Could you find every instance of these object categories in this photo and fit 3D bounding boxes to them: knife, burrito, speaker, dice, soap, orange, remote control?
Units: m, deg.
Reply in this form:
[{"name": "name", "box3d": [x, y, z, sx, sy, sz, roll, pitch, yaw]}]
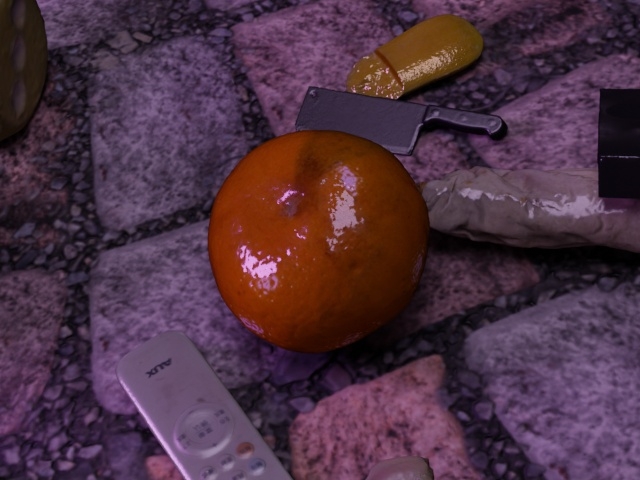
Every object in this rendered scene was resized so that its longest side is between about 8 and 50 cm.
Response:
[{"name": "knife", "box3d": [0.089, -0.129, 1.749, 0.245, 0.019, 0.072, 10, 67, 21]}, {"name": "burrito", "box3d": [0.286, -0.033, 1.590, 0.392, 0.076, 0.117, 4, 27, 15]}, {"name": "speaker", "box3d": [0.329, -0.104, 1.593, 0.082, 0.044, 0.218, 2, 24, 10]}, {"name": "dice", "box3d": [-0.435, -0.224, 1.840, 0.169, 0.166, 0.169, 3, 53, 14]}, {"name": "soap", "box3d": [0.111, -0.210, 1.797, 0.168, 0.033, 0.089, -31, 53, -11]}, {"name": "orange", "box3d": [0.000, 0.000, 1.554, 0.240, 0.171, 0.240, -13, 65, 30]}, {"name": "remote control", "box3d": [-0.101, 0.207, 1.501, 0.090, 0.038, 0.309, -30, 52, -12]}]

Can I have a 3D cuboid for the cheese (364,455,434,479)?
[{"name": "cheese", "box3d": [0.137, 0.303, 1.348, 0.286, 0.082, 0.163, 26, 61, 26]}]
